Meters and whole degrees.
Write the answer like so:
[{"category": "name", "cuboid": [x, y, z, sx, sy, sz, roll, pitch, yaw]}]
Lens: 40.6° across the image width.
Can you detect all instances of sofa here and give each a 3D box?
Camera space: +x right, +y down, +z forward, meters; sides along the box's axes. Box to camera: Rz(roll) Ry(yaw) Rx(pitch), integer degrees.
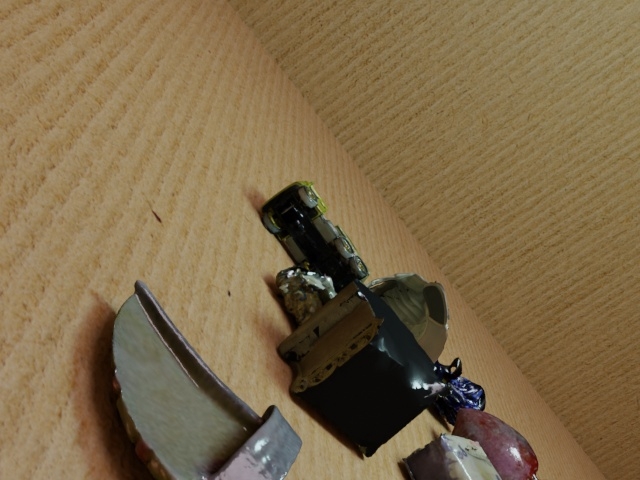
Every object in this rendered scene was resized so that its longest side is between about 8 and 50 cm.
[{"category": "sofa", "cuboid": [0.068, 0.215, 1.502, 0.258, 0.200, 0.182, 45, 6, -32]}]

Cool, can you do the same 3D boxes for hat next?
[{"category": "hat", "cuboid": [0.172, 0.188, 1.821, 0.161, 0.232, 0.275, 57, -3, -29]}]

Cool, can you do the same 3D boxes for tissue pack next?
[{"category": "tissue pack", "cuboid": [0.309, 0.541, 1.639, 0.242, 0.125, 0.343, 31, 25, -57]}]

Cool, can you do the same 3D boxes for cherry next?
[{"category": "cherry", "cuboid": [0.378, 0.477, 1.906, 0.192, 0.175, 0.249, -10, 62, -57]}]

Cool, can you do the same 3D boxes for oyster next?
[{"category": "oyster", "cuboid": [0.009, 0.156, 1.638, 0.259, 0.092, 0.198, 60, 12, -18]}]

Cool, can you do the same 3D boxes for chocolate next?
[{"category": "chocolate", "cuboid": [0.265, 0.321, 1.990, 0.126, 0.148, 0.343, 44, 3, 41]}]

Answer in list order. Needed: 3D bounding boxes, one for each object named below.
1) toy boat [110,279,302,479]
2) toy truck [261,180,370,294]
[{"category": "toy boat", "cuboid": [-0.145, 0.212, 0.993, 0.293, 0.111, 0.276, 39, 17, -12]}, {"category": "toy truck", "cuboid": [0.000, 0.000, 1.873, 0.272, 0.124, 0.157, 55, 14, -2]}]
